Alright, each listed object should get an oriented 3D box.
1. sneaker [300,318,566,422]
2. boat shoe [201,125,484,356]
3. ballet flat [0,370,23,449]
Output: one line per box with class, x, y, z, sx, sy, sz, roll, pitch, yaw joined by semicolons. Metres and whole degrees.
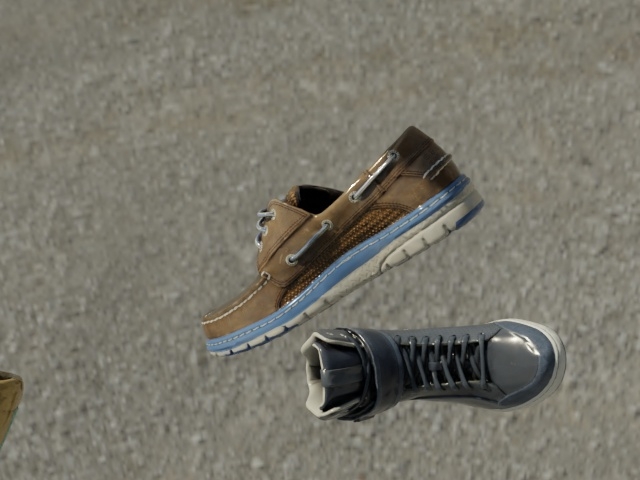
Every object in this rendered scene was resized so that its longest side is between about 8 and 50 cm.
sneaker;0.086;0.114;1.205;0.226;0.086;0.163;-8;-6;44
boat shoe;0.000;0.000;0.758;0.183;0.066;0.066;-32;2;21
ballet flat;-0.212;0.013;0.509;0.232;0.080;0.073;38;87;-12
